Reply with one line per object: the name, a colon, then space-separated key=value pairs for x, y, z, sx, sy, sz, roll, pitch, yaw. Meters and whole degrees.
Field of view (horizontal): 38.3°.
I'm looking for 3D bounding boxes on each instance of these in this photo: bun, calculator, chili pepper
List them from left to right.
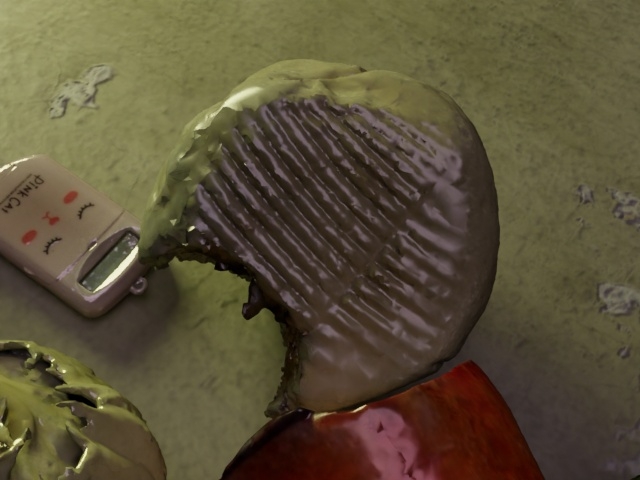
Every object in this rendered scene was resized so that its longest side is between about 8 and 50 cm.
bun: x=-0.226 y=0.156 z=0.612 sx=0.259 sy=0.152 sz=0.259 roll=9 pitch=38 yaw=-7
calculator: x=-0.221 y=-0.005 z=0.802 sx=0.175 sy=0.032 sz=0.100 roll=34 pitch=62 yaw=9
bun: x=0.009 y=-0.013 z=0.743 sx=0.281 sy=0.205 sz=0.282 roll=0 pitch=90 yaw=0
chili pepper: x=0.059 y=0.256 z=0.588 sx=0.229 sy=0.251 sz=0.305 roll=2 pitch=61 yaw=-48

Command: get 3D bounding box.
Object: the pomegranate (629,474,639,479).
pomegranate: x=0.286 y=0.275 z=0.632 sx=0.214 sy=0.214 sz=0.248 roll=-20 pitch=54 yaw=-18
